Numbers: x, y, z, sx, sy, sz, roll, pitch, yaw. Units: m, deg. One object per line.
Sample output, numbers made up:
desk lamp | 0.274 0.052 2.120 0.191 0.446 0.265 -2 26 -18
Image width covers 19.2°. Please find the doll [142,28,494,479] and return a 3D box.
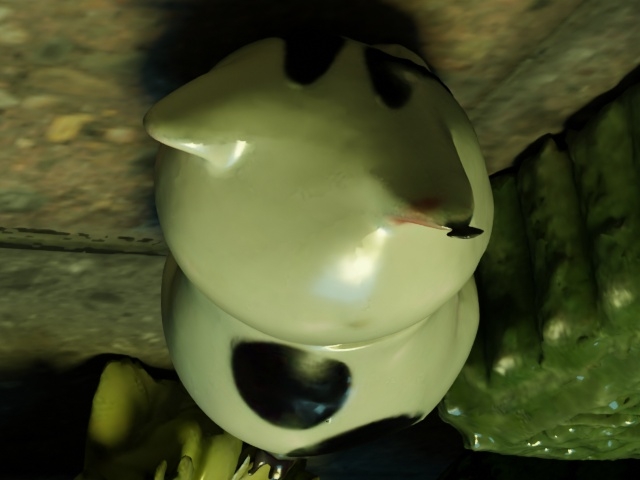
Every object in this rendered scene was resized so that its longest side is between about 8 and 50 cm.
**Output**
doll | 0.000 0.001 0.604 0.110 0.107 0.181 12 149 4

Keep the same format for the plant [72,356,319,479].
plant | -0.130 0.213 0.835 0.297 0.261 0.306 -7 145 -5

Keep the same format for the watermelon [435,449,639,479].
watermelon | 0.160 0.200 0.880 0.285 0.285 0.285 -8 156 -4

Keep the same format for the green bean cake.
green bean cake | 0.146 0.019 0.706 0.173 0.094 0.181 9 151 -37
